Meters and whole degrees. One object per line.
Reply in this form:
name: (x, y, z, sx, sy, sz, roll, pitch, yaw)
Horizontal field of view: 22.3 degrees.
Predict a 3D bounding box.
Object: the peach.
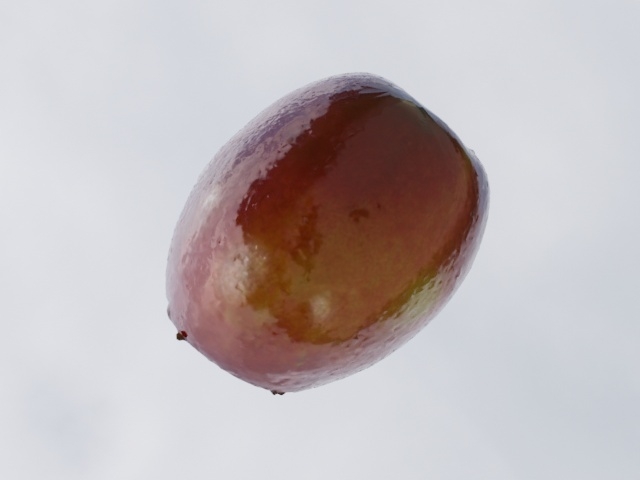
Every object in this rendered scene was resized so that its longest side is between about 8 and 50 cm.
peach: (0.000, 0.000, 1.095, 0.226, 0.196, 0.190, -46, -63, -2)
